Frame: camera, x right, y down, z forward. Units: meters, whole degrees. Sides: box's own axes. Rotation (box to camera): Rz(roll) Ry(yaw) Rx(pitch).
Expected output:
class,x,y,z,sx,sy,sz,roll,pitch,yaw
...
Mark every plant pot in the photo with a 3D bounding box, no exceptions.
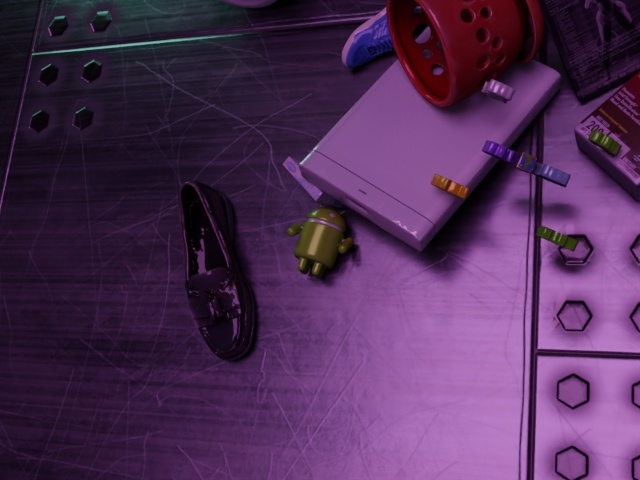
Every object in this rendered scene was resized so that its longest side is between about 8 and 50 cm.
class,x,y,z,sx,sy,sz,roll,pitch,yaw
plant pot,0.212,-0.314,1.300,0.174,0.191,0.191,-28,64,-10

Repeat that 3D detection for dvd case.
class,x,y,z,sx,sy,sz,roll,pitch,yaw
dvd case,0.414,-0.328,1.295,0.165,0.221,0.018,-27,31,11

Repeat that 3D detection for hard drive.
class,x,y,z,sx,sy,sz,roll,pitch,yaw
hard drive,0.168,-0.175,1.366,0.233,0.047,0.353,34,71,26

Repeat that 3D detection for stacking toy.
class,x,y,z,sx,sy,sz,roll,pitch,yaw
stacking toy,0.288,-0.105,1.251,0.221,0.052,0.166,25,94,-1

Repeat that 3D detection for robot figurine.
class,x,y,z,sx,sy,sz,roll,pitch,yaw
robot figurine,0.000,0.000,1.409,0.101,0.067,0.115,17,80,15

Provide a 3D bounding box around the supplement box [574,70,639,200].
class,x,y,z,sx,sy,sz,roll,pitch,yaw
supplement box,0.499,-0.186,1.281,0.239,0.073,0.130,-42,64,3

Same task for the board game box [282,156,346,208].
class,x,y,z,sx,sy,sz,roll,pitch,yaw
board game box,-0.006,-0.092,1.428,0.020,0.090,0.090,-49,62,16

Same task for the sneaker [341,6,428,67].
class,x,y,z,sx,sy,sz,roll,pitch,yaw
sneaker,0.111,-0.329,1.481,0.152,0.058,0.084,-41,55,-3

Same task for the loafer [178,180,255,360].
class,x,y,z,sx,sy,sz,roll,pitch,yaw
loafer,-0.183,0.044,1.447,0.109,0.095,0.302,-18,67,14

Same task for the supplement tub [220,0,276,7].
class,x,y,z,sx,sy,sz,roll,pitch,yaw
supplement tub,-0.120,-0.591,1.578,0.194,0.193,0.315,9,76,23
